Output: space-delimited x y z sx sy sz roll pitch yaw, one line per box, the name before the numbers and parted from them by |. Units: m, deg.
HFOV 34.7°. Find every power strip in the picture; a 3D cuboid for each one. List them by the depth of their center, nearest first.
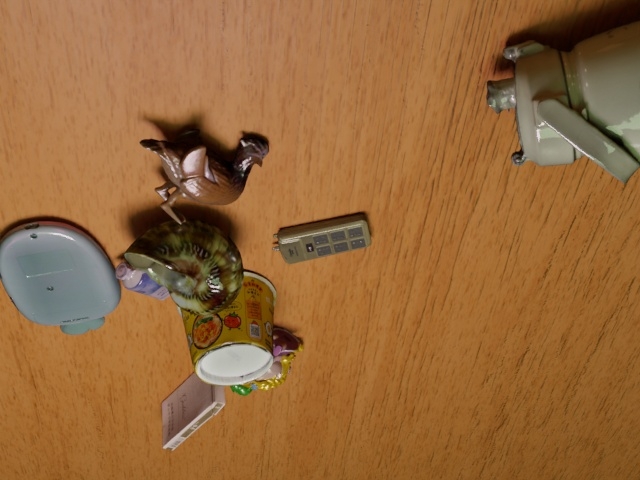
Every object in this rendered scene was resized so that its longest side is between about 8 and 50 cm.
power strip | 0.000 0.000 1.737 0.169 0.028 0.076 -12 141 4

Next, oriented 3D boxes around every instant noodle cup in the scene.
instant noodle cup | -0.159 0.163 1.808 0.182 0.144 0.182 -7 142 -5

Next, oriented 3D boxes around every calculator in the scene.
calculator | -0.438 0.073 1.731 0.186 0.041 0.298 -9 139 0

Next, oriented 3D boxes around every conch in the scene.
conch | -0.215 0.038 1.677 0.187 0.124 0.181 18 148 4

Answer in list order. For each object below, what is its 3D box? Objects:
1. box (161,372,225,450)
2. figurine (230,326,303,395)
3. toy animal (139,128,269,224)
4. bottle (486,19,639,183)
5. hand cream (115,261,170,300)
box | -0.251 0.320 2.008 0.029 0.109 0.198 21 132 -32
figurine | -0.098 0.239 1.961 0.115 0.095 0.156 9 123 -51
toy animal | -0.177 -0.118 1.530 0.179 0.089 0.188 -39 134 8
bottle | 0.417 -0.192 1.446 0.352 0.229 0.229 -10 141 10
hand cream | -0.290 0.069 1.755 0.084 0.053 0.142 -33 145 25
